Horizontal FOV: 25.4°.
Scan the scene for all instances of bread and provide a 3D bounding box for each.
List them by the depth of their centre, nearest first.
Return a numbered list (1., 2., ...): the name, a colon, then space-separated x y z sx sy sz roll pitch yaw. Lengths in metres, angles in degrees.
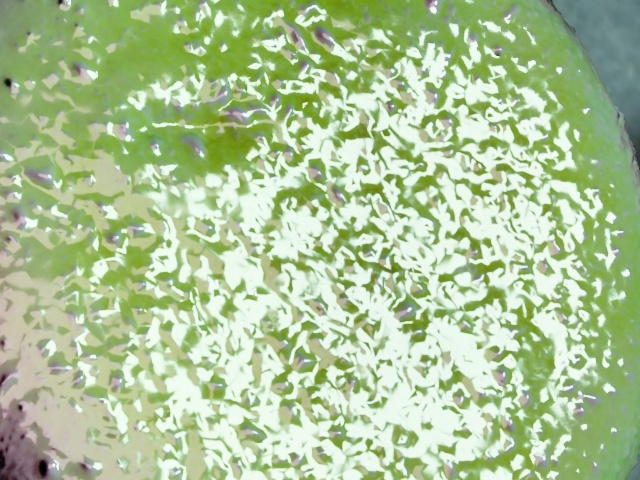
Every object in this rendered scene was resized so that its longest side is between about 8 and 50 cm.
1. bread: 0.000 0.000 0.369 0.228 0.033 0.229 7 74 -23
